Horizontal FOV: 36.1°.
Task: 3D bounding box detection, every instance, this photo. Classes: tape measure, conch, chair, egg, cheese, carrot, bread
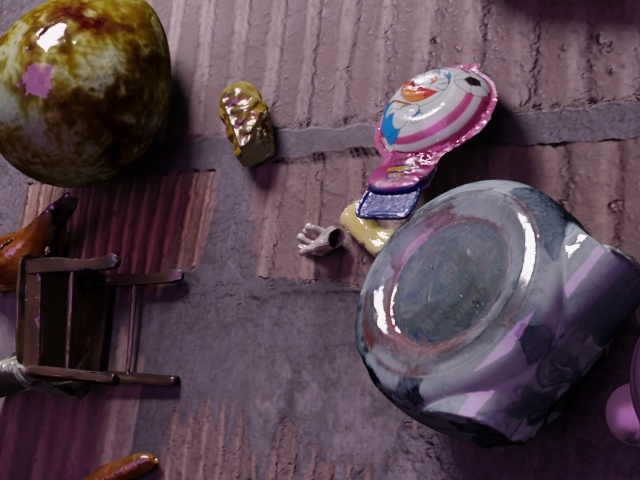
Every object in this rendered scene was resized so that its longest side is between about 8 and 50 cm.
[{"bbox_3d":[0.168,0.075,0.972,0.256,0.147,0.275,-50,35,2],"label":"tape measure"},{"bbox_3d":[-0.410,0.018,1.387,0.232,0.086,0.080,-24,65,25],"label":"conch"},{"bbox_3d":[-0.349,0.119,1.285,0.319,0.160,0.186,-5,79,28],"label":"chair"},{"bbox_3d":[-0.316,-0.208,1.314,0.238,0.238,0.289,24,69,33],"label":"egg"},{"bbox_3d":[0.114,-0.117,1.098,0.155,0.062,0.244,2,51,41],"label":"cheese"},{"bbox_3d":[-0.286,0.317,1.257,0.191,0.047,0.047,-33,62,12],"label":"carrot"},{"bbox_3d":[-0.096,-0.157,1.274,0.066,0.060,0.110,-51,51,43],"label":"bread"},{"bbox_3d":[0.059,-0.014,1.156,0.083,0.030,0.044,44,105,38],"label":"cheese"}]

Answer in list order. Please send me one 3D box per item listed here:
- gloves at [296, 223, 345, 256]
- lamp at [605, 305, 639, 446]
[{"bbox_3d":[0.001,0.002,1.180,0.081,0.037,0.044,9,44,47],"label":"gloves"},{"bbox_3d":[0.392,0.135,0.873,0.246,0.108,0.180,14,80,27],"label":"lamp"}]
